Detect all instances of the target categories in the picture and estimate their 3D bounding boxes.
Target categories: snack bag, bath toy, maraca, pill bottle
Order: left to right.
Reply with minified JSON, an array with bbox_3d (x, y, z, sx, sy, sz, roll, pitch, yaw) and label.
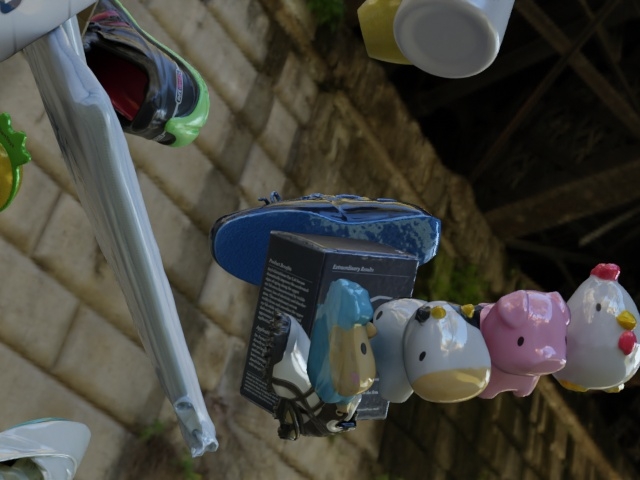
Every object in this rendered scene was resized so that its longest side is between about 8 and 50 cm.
[{"bbox_3d":[-0.519,-0.121,1.529,0.127,0.099,0.186,46,-58,7],"label":"maraca"},{"bbox_3d":[-0.152,-0.068,0.643,0.037,0.342,0.323,-21,-42,-14],"label":"snack bag"},{"bbox_3d":[0.181,-0.324,1.203,0.131,0.229,0.131,15,-34,10],"label":"pill bottle"},{"bbox_3d":[0.164,0.086,0.901,0.348,0.151,0.129,0,-68,-25],"label":"bath toy"}]

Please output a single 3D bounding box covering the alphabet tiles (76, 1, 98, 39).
[{"bbox_3d":[-0.373,-0.400,1.181,0.285,0.011,0.342,41,-45,-1],"label":"alphabet tiles"}]

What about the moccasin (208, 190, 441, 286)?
[{"bbox_3d":[0.000,0.000,1.358,0.342,0.117,0.138,2,-68,-26],"label":"moccasin"}]

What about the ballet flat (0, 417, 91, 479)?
[{"bbox_3d":[-0.411,0.309,1.224,0.139,0.139,0.400,-1,-9,25],"label":"ballet flat"}]

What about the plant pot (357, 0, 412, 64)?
[{"bbox_3d":[0.106,-0.304,1.365,0.095,0.134,0.134,-14,-38,8],"label":"plant pot"}]

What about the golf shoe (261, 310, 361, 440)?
[{"bbox_3d":[-0.006,0.135,0.970,0.094,0.077,0.198,3,-35,10],"label":"golf shoe"}]

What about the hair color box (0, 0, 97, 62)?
[{"bbox_3d":[-0.133,-0.195,0.430,0.105,0.347,0.174,36,-34,12],"label":"hair color box"}]

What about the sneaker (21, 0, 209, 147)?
[{"bbox_3d":[-0.402,-0.328,1.635,0.483,0.185,0.202,32,16,18],"label":"sneaker"}]

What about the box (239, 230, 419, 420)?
[{"bbox_3d":[0.011,0.101,1.141,0.153,0.207,0.108,7,8,-40],"label":"box"}]
